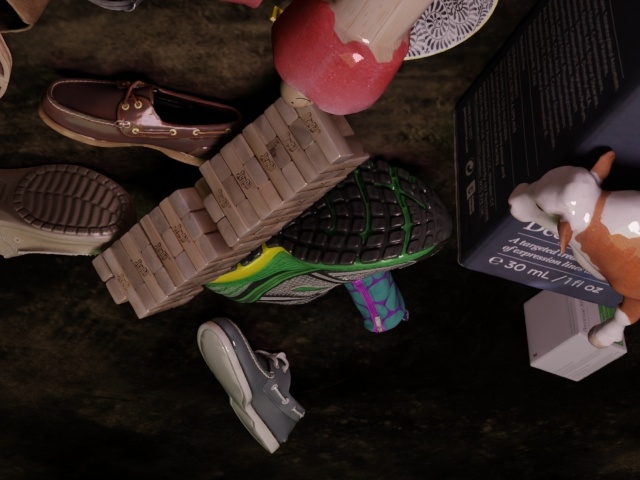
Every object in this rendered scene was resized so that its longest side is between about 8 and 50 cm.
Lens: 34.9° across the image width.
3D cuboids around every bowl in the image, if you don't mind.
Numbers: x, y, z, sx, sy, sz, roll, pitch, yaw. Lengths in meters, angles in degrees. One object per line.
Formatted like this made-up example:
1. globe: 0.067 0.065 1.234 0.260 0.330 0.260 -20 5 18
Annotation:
1. bowl: 0.066 -0.238 0.872 0.170 0.080 0.170 0 151 0

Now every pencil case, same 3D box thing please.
1. pencil case: 0.064 0.060 1.322 0.064 0.070 0.152 -9 143 17

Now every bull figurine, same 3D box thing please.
1. bull figurine: 0.309 0.010 0.838 0.310 0.101 0.188 2 149 6

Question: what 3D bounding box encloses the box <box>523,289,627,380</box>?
1. box: 0.337 0.115 1.357 0.087 0.101 0.102 19 140 -23

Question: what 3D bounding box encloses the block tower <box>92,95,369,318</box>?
1. block tower: -0.097 -0.036 1.098 0.335 0.091 0.097 -37 171 30

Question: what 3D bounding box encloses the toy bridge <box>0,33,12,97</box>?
1. toy bridge: -0.350 -0.178 1.040 0.063 0.026 0.188 13 144 -19

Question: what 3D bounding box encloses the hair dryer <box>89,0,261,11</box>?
1. hair dryer: -0.153 -0.222 0.796 0.293 0.224 0.080 -8 144 -49

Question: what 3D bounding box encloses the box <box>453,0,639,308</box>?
1. box: 0.342 -0.119 0.919 0.293 0.212 0.395 15 143 -17

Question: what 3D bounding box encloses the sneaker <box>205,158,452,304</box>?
1. sneaker: 0.000 0.000 1.210 0.343 0.134 0.146 -8 152 30

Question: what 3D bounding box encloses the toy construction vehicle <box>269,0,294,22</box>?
1. toy construction vehicle: -0.037 -0.243 0.917 0.085 0.035 0.098 28 138 -32

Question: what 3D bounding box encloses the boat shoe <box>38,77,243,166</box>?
1. boat shoe: -0.183 -0.135 1.056 0.206 0.073 0.073 9 146 -23

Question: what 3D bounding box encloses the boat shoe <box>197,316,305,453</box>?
1. boat shoe: -0.098 0.205 1.550 0.099 0.116 0.319 -38 140 -17

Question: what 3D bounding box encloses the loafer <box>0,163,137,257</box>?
1. loafer: -0.341 -0.030 1.200 0.268 0.102 0.092 8 148 9

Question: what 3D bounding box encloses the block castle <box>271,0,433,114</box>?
1. block castle: -0.131 -0.286 0.626 0.453 0.303 0.213 19 143 -21

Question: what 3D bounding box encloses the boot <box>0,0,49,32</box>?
1. boot: -0.298 -0.293 0.794 0.112 0.115 0.305 -8 143 20
